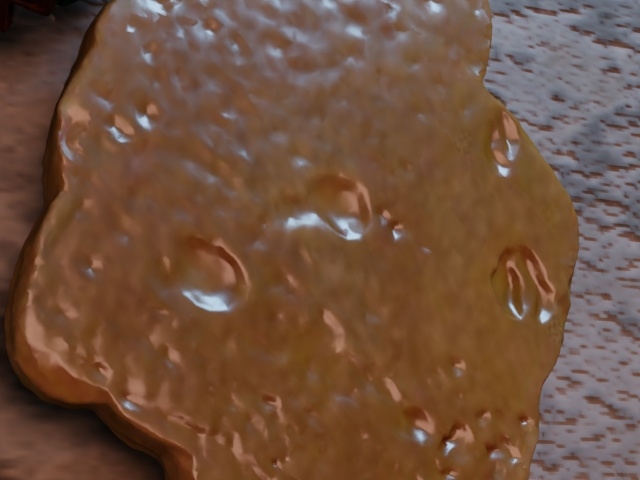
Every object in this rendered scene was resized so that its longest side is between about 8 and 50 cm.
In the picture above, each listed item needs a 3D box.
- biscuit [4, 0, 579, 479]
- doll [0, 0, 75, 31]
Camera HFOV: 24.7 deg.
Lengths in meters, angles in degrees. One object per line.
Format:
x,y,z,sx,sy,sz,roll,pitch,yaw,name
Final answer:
-0.002,0.001,0.676,0.269,0.051,0.376,19,62,-20,biscuit
-0.120,-0.176,0.667,0.134,0.106,0.186,42,55,20,doll
